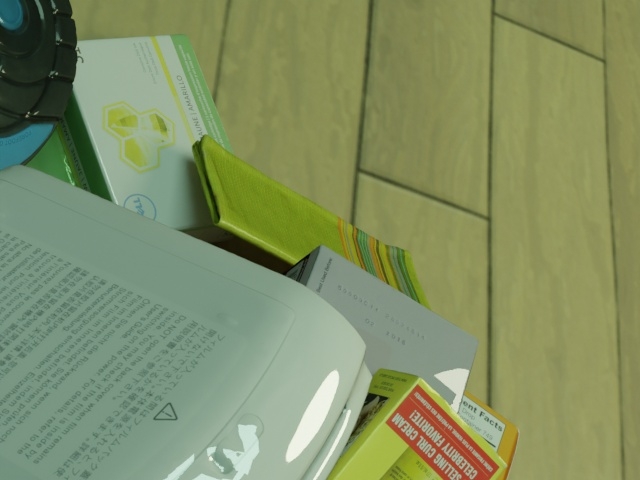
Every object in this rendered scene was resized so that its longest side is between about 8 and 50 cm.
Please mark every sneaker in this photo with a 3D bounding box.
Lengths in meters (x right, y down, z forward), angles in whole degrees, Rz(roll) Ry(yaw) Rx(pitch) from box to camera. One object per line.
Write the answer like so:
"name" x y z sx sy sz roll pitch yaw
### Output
"sneaker" -0.266 -0.183 1.044 0.125 0.139 0.341 42 40 -51

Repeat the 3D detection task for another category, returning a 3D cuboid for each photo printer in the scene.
"photo printer" -0.142 0.096 0.791 0.307 0.107 0.256 21 52 32

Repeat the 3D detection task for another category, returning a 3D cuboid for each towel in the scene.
"towel" 0.000 0.000 1.106 0.237 0.021 0.102 29 25 -37

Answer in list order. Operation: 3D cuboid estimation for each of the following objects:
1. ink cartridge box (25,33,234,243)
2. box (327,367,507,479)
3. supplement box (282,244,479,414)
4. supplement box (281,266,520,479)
"ink cartridge box" -0.183 -0.067 1.075 0.235 0.056 0.171 -10 71 -37
"box" 0.000 0.188 0.808 0.087 0.058 0.232 47 74 -15
"supplement box" -0.015 0.104 0.964 0.130 0.239 0.073 31 55 -14
"supplement box" 0.039 0.125 1.093 0.233 0.078 0.080 38 49 -10
